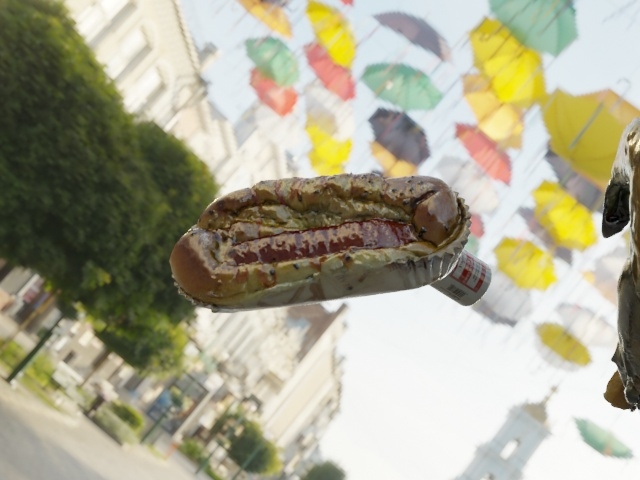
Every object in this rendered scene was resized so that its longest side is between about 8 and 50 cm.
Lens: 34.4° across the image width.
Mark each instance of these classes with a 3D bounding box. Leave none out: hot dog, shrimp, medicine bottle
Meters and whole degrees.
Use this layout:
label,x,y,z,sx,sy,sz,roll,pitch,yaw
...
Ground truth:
label,x,y,z,sx,sy,sz,roll,pitch,yaw
hot dog,0.000,0.000,0.851,0.252,0.131,0.069,-7,-42,13
shrimp,0.218,0.015,0.705,0.150,0.051,0.217,-91,176,-56
medicine bottle,0.195,0.040,1.621,0.140,0.079,0.079,32,-8,-25

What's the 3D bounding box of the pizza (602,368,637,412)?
label,x,y,z,sx,sy,sz,roll,pitch,yaw
pizza,0.540,0.109,1.503,0.074,0.287,0.251,43,-38,25
